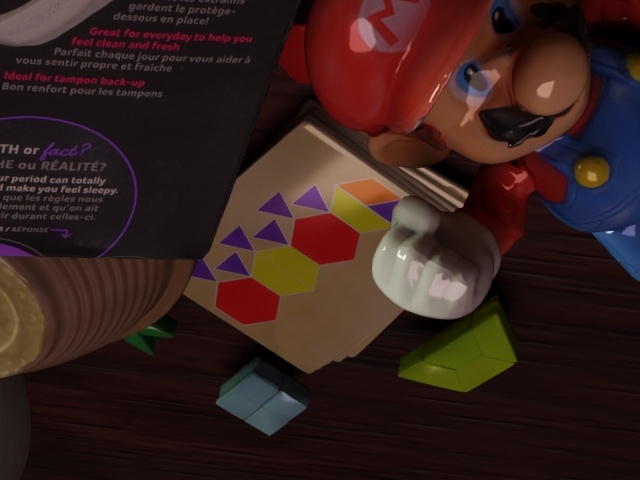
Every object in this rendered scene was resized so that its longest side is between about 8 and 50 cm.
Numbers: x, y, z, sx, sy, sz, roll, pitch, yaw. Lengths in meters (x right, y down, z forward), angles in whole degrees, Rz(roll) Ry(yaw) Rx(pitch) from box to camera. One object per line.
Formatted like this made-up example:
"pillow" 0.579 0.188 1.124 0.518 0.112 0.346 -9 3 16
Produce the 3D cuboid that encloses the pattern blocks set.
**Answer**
"pattern blocks set" 0.000 0.000 1.005 0.325 0.026 0.285 -30 121 35

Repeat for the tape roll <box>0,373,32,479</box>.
"tape roll" -0.288 0.108 1.024 0.219 0.219 0.072 24 136 -18

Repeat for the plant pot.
"plant pot" -0.190 -0.001 0.956 0.237 0.110 0.237 8 134 8

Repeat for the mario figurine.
"mario figurine" 0.134 -0.050 0.811 0.320 0.198 0.170 26 140 -31

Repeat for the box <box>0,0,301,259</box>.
"box" -0.106 -0.133 0.751 0.165 0.143 0.270 1 136 -24
